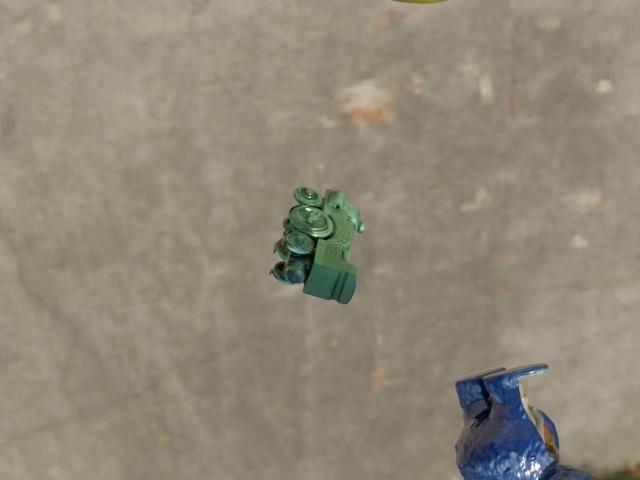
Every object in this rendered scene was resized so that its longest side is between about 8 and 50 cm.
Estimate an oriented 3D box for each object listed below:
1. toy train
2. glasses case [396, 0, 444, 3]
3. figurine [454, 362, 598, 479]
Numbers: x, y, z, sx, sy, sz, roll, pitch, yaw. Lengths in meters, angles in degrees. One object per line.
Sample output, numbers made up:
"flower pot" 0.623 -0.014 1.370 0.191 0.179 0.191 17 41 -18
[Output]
"toy train" 0.000 0.000 2.034 0.105 0.071 0.178 16 -145 -4
"glasses case" 0.104 -0.413 1.565 0.173 0.371 0.141 -13 -162 -31
"figurine" 0.215 0.256 1.748 0.121 0.262 0.164 -20 166 -19
